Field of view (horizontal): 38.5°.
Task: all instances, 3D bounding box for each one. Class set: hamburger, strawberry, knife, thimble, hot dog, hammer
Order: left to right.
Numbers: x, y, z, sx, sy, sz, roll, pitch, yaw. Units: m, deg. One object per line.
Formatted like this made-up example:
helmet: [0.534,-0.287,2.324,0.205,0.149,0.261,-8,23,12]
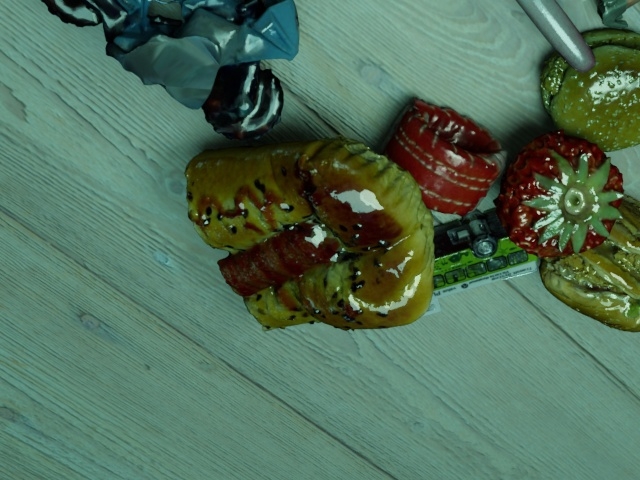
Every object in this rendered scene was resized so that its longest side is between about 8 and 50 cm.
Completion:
hot dog: [0.000,0.000,1.470,0.366,0.196,0.367,-6,127,30]
thimble: [0.201,-0.131,1.493,0.190,0.163,0.125,21,121,-14]
knife: [0.312,-0.354,1.368,0.123,0.053,0.278,-37,96,25]
strawberry: [0.363,-0.076,1.495,0.205,0.244,0.205,-3,102,-12]
hamburger: [0.455,-0.232,1.470,0.215,0.122,0.189,2,124,-2]
hamburger: [0.520,0.042,1.601,0.261,0.245,0.211,1,124,-59]
hammer: [0.553,-0.409,1.390,0.288,0.033,0.111,-27,160,6]

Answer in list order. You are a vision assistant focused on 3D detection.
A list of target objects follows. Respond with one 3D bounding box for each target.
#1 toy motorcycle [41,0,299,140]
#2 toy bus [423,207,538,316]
toy motorcycle: [-0.199,-0.332,1.349,0.416,0.172,0.232,35,108,-14]
toy bus: [0.235,0.040,1.644,0.302,0.113,0.139,-17,126,6]
